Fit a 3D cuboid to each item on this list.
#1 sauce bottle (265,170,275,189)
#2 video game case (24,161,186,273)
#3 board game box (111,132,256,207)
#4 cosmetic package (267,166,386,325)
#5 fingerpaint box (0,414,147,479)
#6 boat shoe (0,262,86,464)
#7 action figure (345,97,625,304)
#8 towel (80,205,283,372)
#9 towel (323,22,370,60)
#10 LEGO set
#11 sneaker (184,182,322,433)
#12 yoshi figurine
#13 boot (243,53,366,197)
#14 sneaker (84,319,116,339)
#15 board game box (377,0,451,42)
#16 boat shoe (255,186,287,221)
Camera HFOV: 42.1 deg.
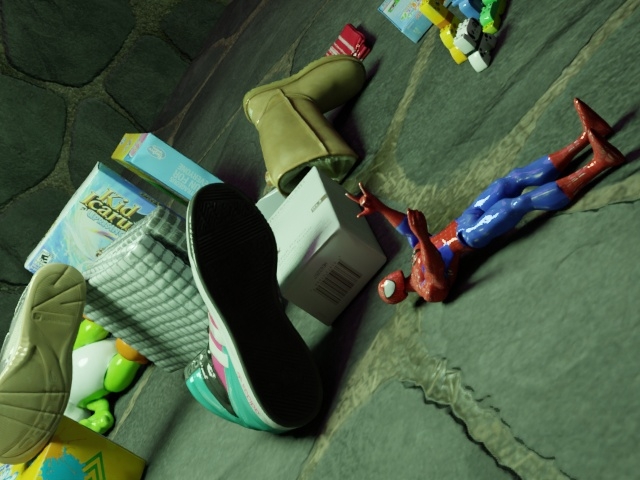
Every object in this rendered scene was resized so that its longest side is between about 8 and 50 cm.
[{"bbox_3d":[-0.039,-0.125,1.419,0.128,0.042,0.042,-22,37,40],"label":"sauce bottle"},{"bbox_3d":[-0.391,0.022,1.630,0.244,0.269,0.061,-52,22,8],"label":"video game case"},{"bbox_3d":[-0.282,-0.122,1.658,0.064,0.242,0.316,-58,20,-6],"label":"board game box"},{"bbox_3d":[0.000,0.000,1.087,0.117,0.085,0.231,-50,22,11],"label":"cosmetic package"},{"bbox_3d":[-0.477,0.515,1.202,0.445,0.163,0.371,-37,28,34],"label":"fingerpaint box"},{"bbox_3d":[-0.398,0.168,1.168,0.092,0.103,0.285,-170,93,-69],"label":"boat shoe"},{"bbox_3d":[0.132,-0.039,0.803,0.280,0.139,0.091,-45,21,29],"label":"action figure"},{"bbox_3d":[-0.217,0.080,1.222,0.284,0.235,0.121,-24,32,52],"label":"towel"},{"bbox_3d":[-0.008,-0.308,1.655,0.275,0.031,0.199,-49,21,15],"label":"towel"},{"bbox_3d":[0.198,-0.329,1.154,0.087,0.093,0.227,-27,34,51],"label":"LEGO set"},{"bbox_3d":[-0.103,0.094,0.988,0.178,0.124,0.295,-42,64,55],"label":"sneaker"},{"bbox_3d":[-0.470,0.275,1.530,0.362,0.203,0.203,-51,27,16],"label":"yoshi figurine"},{"bbox_3d":[0.005,-0.188,1.351,0.236,0.089,0.269,-25,38,-4],"label":"boot"},{"bbox_3d":[-0.457,0.181,1.771,0.276,0.098,0.135,-56,20,2],"label":"sneaker"},{"bbox_3d":[0.180,-0.432,1.426,0.160,0.039,0.211,-49,21,15],"label":"board game box"},{"bbox_3d":[-0.058,-0.077,1.391,0.142,0.049,0.040,-43,5,24],"label":"boat shoe"}]
